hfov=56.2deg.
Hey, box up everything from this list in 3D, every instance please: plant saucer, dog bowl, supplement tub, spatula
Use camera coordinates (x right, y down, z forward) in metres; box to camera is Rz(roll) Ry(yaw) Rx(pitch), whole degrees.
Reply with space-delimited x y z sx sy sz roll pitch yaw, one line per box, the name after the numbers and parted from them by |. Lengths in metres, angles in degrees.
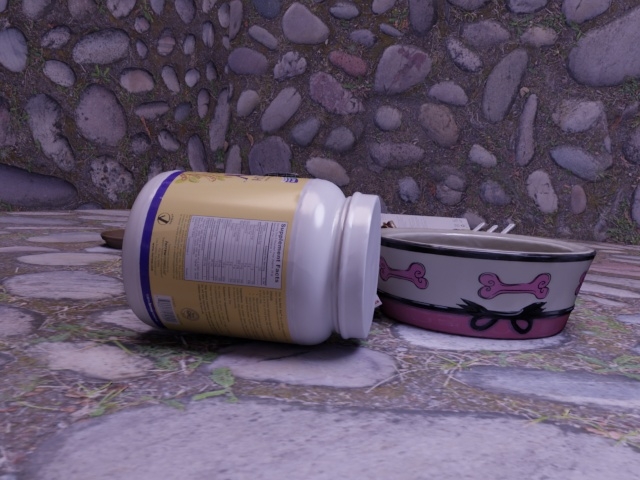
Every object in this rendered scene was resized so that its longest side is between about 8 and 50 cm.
-0.536 -0.001 1.861 0.277 0.041 0.278 3 6 0 | plant saucer
0.283 0.069 1.116 0.407 0.151 0.408 4 6 0 | dog bowl
-0.087 0.025 0.876 0.331 0.241 0.241 4 6 10 | supplement tub
0.448 0.014 1.776 0.242 0.019 0.168 -39 20 -21 | spatula

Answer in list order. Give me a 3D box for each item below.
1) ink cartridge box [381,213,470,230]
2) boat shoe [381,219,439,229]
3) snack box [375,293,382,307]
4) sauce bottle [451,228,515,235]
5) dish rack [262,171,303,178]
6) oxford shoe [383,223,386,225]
0.353 -0.017 2.060 0.332 0.065 0.165 5 38 -5 | ink cartridge box
0.216 -0.004 1.901 0.341 0.123 0.123 3 6 0 | boat shoe
0.069 0.106 1.099 0.064 0.022 0.178 -30 7 0 | snack box
0.554 0.030 1.833 0.344 0.112 0.111 6 6 39 | sauce bottle
-0.125 -0.120 2.203 0.208 0.272 0.074 5 19 22 | dish rack
0.156 -0.026 2.111 0.363 0.130 0.132 -3 16 -35 | oxford shoe
